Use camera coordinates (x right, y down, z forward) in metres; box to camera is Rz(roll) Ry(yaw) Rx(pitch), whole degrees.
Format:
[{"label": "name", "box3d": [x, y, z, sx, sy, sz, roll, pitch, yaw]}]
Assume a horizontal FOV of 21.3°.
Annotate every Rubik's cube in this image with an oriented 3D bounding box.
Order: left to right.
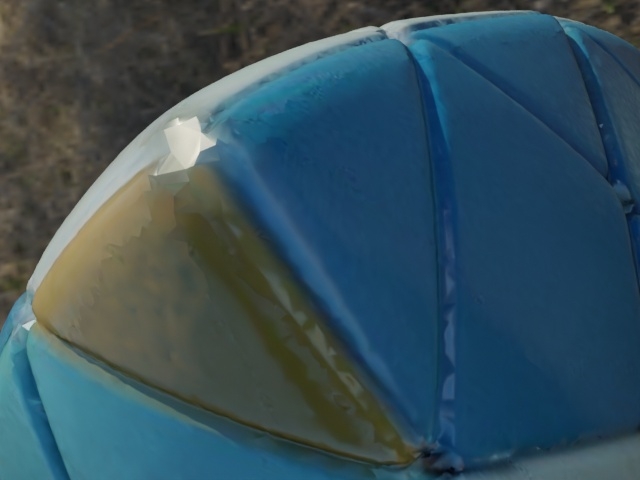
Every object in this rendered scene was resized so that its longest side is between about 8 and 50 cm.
[{"label": "Rubik's cube", "box3d": [0.023, 0.061, 0.400, 0.254, 0.254, 0.254, 14, 111, 42]}]
